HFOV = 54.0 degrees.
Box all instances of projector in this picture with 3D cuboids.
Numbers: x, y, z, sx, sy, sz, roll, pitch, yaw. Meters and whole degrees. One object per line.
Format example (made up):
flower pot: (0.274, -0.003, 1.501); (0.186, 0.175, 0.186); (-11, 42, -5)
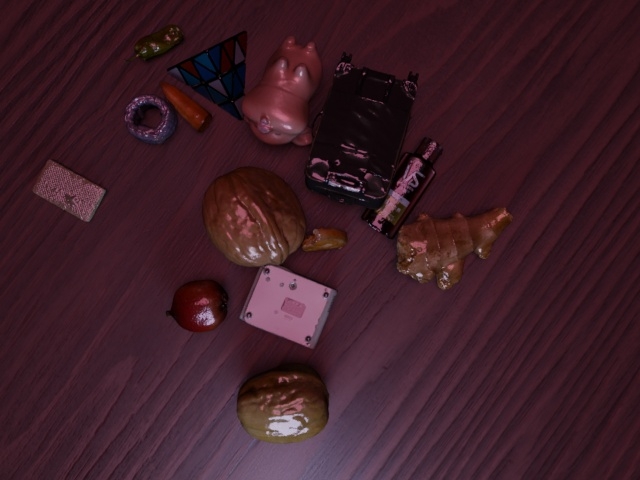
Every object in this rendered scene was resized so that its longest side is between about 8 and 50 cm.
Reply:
projector: (-0.097, 0.194, 1.925); (0.250, 0.108, 0.198); (23, 88, -1)

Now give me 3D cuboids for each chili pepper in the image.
chili pepper: (-0.522, -0.603, 1.942); (0.204, 0.073, 0.072); (-32, 72, -12)

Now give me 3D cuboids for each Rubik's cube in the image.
Rubik's cube: (-0.292, -0.578, 1.907); (0.284, 0.250, 0.234); (32, 70, 4)

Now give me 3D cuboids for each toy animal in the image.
toy animal: (-0.108, -0.439, 1.876); (0.237, 0.269, 0.326); (20, 51, 7)

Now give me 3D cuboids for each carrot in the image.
carrot: (-0.426, -0.426, 1.944); (0.205, 0.072, 0.072); (44, 89, 2)

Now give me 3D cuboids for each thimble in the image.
thimble: (-0.521, -0.371, 1.926); (0.150, 0.098, 0.150); (0, 89, -1)

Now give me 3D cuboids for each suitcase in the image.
suitcase: (0.114, -0.314, 1.874); (0.283, 0.194, 0.434); (16, 78, 2)

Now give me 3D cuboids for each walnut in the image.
walnut: (-0.109, 0.488, 1.869); (0.282, 0.227, 0.283); (-5, 126, -6)
walnut: (-0.195, -0.066, 1.849); (0.252, 0.277, 0.313); (-37, 84, 37)

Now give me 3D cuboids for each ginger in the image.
ginger: (0.415, 0.023, 1.915); (0.375, 0.166, 0.236); (-7, 81, 4)

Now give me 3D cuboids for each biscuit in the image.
biscuit: (-0.779, -0.155, 1.947); (0.199, 0.040, 0.121); (29, 91, -2)

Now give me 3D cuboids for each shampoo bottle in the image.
shampoo bottle: (0.264, -0.168, 1.949); (0.129, 0.084, 0.323); (36, 88, -3)

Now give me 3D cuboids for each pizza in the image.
pizza: (0.000, 0.000, 1.929); (0.161, 0.182, 0.063); (-26, 74, 38)

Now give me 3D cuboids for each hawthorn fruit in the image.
hawthorn fruit: (-0.375, 0.194, 1.895); (0.188, 0.169, 0.169); (-4, 90, 2)
